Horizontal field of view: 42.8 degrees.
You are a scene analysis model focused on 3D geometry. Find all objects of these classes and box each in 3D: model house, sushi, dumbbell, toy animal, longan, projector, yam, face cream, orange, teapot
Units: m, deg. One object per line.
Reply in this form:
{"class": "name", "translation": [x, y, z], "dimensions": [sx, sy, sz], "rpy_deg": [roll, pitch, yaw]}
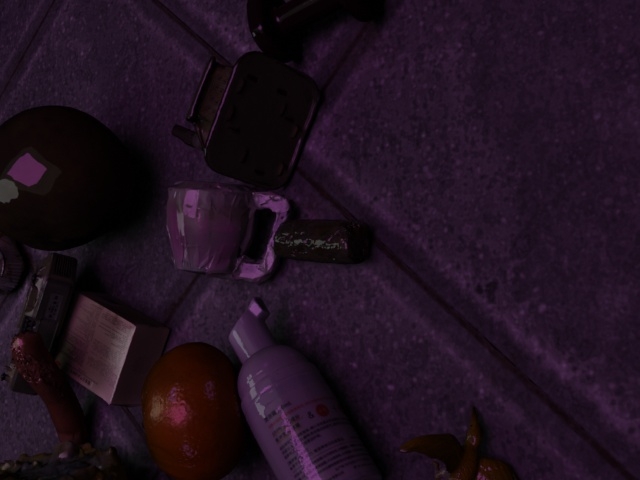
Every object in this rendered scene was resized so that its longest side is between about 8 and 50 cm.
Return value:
{"class": "model house", "translation": [-0.179, -0.244, 1.500], "dimensions": [0.279, 0.205, 0.218], "rpy_deg": [27, 96, 43]}
{"class": "sushi", "translation": [-0.538, 0.532, 1.500], "dimensions": [0.396, 0.351, 0.240], "rpy_deg": [-13, 93, 29]}
{"class": "dumbbell", "translation": [-0.012, -0.416, 1.445], "dimensions": [0.225, 0.124, 0.140], "rpy_deg": [-19, 70, 32]}
{"class": "toy animal", "translation": [0.196, 0.316, 1.178], "dimensions": [0.095, 0.219, 0.155], "rpy_deg": [-51, 18, 36]}
{"class": "longan", "translation": [-0.530, -0.123, 1.650], "dimensions": [0.319, 0.319, 0.319], "rpy_deg": [-8, 76, 34]}
{"class": "projector", "translation": [-0.584, 0.165, 1.709], "dimensions": [0.193, 0.088, 0.269], "rpy_deg": [-124, 54, -67]}
{"class": "yam", "translation": [0.000, 0.000, 1.386], "dimensions": [0.179, 0.078, 0.078], "rpy_deg": [4, 83, 39]}
{"class": "face cream", "translation": [-0.054, 0.264, 1.331], "dimensions": [0.145, 0.145, 0.369], "rpy_deg": [-45, 57, 20]}
{"class": "orange", "translation": [-0.218, 0.293, 1.391], "dimensions": [0.171, 0.240, 0.240], "rpy_deg": [-9, 72, -4]}
{"class": "teapot", "translation": [-0.171, -0.015, 1.487], "dimensions": [0.163, 0.221, 0.178], "rpy_deg": [-162, 76, -75]}

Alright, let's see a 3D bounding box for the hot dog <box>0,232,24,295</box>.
{"class": "hot dog", "translation": [-0.786, 0.019, 1.939], "dimensions": [0.144, 0.075, 0.268], "rpy_deg": [-51, 60, 22]}

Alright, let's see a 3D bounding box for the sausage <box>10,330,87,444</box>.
{"class": "sausage", "translation": [-0.531, 0.305, 1.623], "dimensions": [0.078, 0.078, 0.304], "rpy_deg": [7, 128, 36]}

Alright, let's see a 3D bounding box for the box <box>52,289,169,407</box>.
{"class": "box", "translation": [-0.422, 0.213, 1.629], "dimensions": [0.212, 0.095, 0.168], "rpy_deg": [22, 92, 37]}
